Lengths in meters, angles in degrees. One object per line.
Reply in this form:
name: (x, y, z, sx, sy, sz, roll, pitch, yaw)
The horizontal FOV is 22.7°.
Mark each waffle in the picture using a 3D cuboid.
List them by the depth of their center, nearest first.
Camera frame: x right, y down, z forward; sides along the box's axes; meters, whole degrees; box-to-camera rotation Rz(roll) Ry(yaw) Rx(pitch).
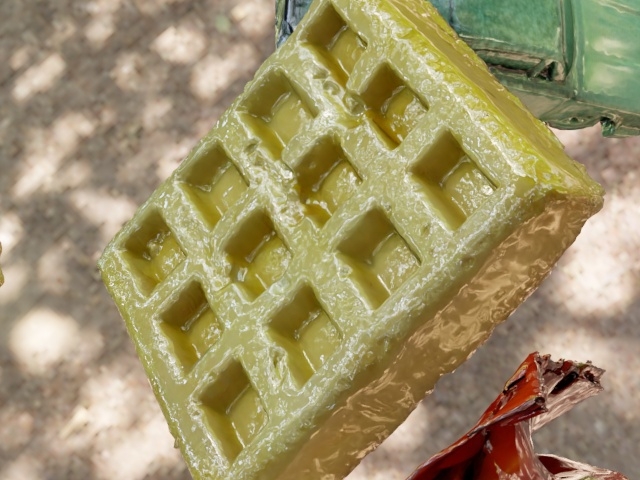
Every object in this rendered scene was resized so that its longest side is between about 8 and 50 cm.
waffle: (0.000, 0.000, 0.823, 0.248, 0.055, 0.221, -48, 42, 13)

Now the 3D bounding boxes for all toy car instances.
toy car: (0.117, -0.163, 1.168, 0.097, 0.321, 0.141, -33, 53, 56)

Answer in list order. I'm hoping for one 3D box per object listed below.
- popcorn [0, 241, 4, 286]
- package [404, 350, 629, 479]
popcorn: (-0.320, -0.010, 1.100, 0.163, 0.194, 0.140, -9, 29, 19)
package: (0.123, 0.244, 0.506, 0.123, 0.196, 0.423, -28, 75, 17)
